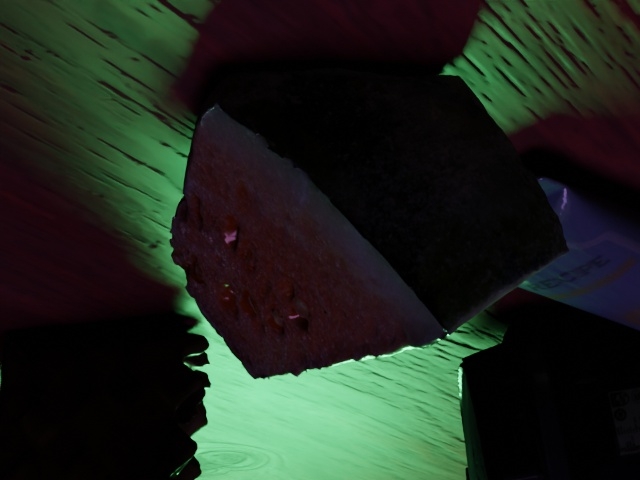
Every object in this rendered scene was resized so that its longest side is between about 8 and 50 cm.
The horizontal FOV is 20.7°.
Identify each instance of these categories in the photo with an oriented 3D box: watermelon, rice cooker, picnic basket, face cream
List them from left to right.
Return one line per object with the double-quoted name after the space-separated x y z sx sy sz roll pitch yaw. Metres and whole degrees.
-0.125 0.227 1.448 0.321 0.291 0.254 6 160 0 "picnic basket"
0.000 0.000 1.071 0.139 0.193 0.257 -32 172 -34 "watermelon"
0.242 0.192 1.545 0.224 0.267 0.267 -8 161 1 "rice cooker"
0.236 0.023 1.307 0.385 0.086 0.135 18 150 -41 "face cream"
